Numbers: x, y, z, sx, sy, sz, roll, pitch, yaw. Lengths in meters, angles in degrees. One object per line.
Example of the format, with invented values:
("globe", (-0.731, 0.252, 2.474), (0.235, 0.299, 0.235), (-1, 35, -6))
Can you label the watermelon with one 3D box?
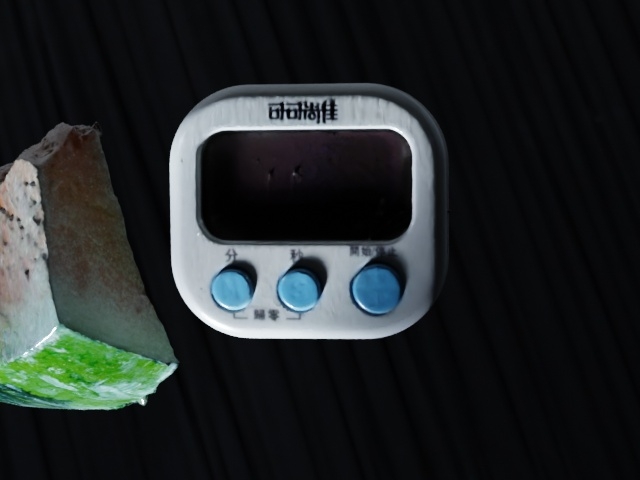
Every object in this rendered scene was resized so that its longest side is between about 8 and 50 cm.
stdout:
("watermelon", (-0.310, 0.055, 1.624), (0.264, 0.302, 0.151), (-19, 179, 43))

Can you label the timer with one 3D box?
("timer", (-0.008, -0.028, 1.471), (0.262, 0.237, 0.087), (0, -178, 8))
